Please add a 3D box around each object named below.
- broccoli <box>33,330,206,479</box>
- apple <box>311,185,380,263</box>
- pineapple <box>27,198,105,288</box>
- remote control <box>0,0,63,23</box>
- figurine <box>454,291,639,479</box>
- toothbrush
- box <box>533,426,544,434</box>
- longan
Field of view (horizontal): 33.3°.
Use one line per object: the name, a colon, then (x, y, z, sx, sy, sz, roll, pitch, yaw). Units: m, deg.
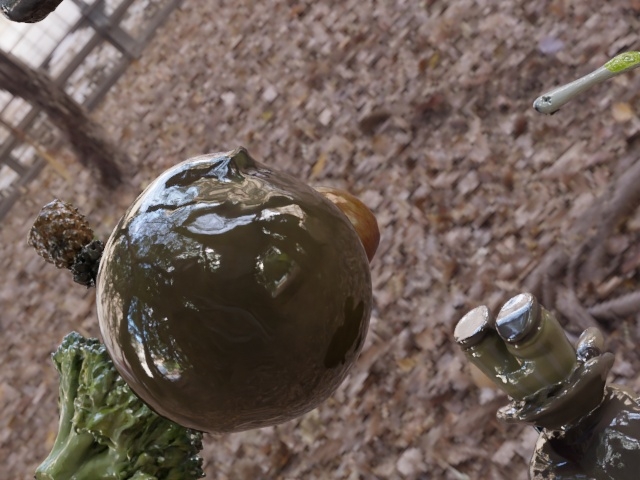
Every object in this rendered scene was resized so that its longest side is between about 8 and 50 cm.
broccoli: (-0.310, 0.276, 1.536, 0.245, 0.248, 0.288, -43, 33, -22)
apple: (0.000, 0.000, 1.370, 0.146, 0.131, 0.146, -51, 7, 9)
pineapple: (-0.408, 0.036, 1.898, 0.111, 0.237, 0.119, -52, -3, 22)
remote control: (-0.328, -0.360, 1.338, 0.266, 0.090, 0.066, -31, -8, 38)
figurine: (0.308, 0.223, 1.204, 0.248, 0.380, 0.203, -35, 9, 28)
toothbrush: (0.312, -0.178, 1.113, 0.263, 0.022, 0.026, -28, -32, -29)
box: (0.349, 0.252, 1.553, 0.074, 0.099, 0.054, -27, -26, -27)
longan: (-0.093, 0.055, 1.162, 0.319, 0.319, 0.319, -41, 22, 21)
